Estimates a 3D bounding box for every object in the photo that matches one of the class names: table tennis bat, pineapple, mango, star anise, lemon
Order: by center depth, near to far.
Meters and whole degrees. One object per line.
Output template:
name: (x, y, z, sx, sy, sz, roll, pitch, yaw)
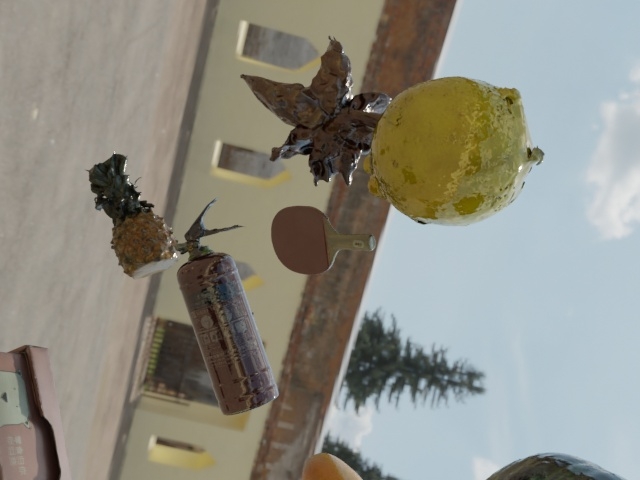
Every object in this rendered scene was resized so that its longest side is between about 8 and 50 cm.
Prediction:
lemon: (0.145, -0.099, 0.961, 0.173, 0.206, 0.173, -18, 90, -71)
table tennis bat: (0.000, 0.000, 1.012, 0.013, 0.157, 0.087, -19, 105, -48)
star anise: (0.045, -0.194, 1.247, 0.148, 0.347, 0.237, 33, 73, -61)
mango: (0.034, 0.451, 1.439, 0.112, 0.145, 0.219, -42, -135, 1)
pineapple: (-0.372, -0.051, 1.650, 0.248, 0.128, 0.128, 63, -15, 9)

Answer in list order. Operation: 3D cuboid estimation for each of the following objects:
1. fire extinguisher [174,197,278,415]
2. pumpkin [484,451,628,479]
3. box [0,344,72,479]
fire extinguisher: (-0.152, 0.103, 1.379, 0.102, 0.138, 0.343, -37, 109, -89)
pumpkin: (0.276, 0.401, 0.960, 0.315, 0.239, 0.315, 168, -90, -69)
box: (-0.346, 0.232, 0.800, 0.086, 0.215, 0.215, 23, 46, -63)
